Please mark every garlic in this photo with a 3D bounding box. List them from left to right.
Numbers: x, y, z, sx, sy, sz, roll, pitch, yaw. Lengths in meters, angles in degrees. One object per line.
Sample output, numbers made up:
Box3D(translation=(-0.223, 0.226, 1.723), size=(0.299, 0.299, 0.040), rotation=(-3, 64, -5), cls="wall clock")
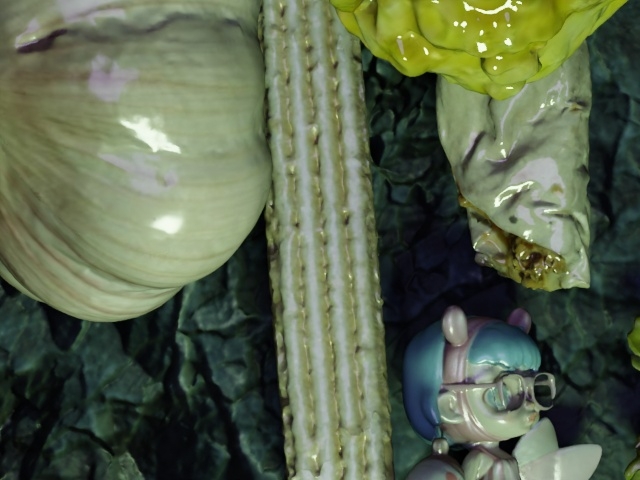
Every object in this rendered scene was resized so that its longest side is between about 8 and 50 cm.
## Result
Box3D(translation=(-0.157, -0.099, 1.255), size=(0.241, 0.322, 0.322), rotation=(8, 84, -14), cls="garlic")

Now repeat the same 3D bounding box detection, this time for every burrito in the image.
Box3D(translation=(0.137, -0.156, 1.358), size=(0.117, 0.076, 0.392), rotation=(-4, 82, 7), cls="burrito")

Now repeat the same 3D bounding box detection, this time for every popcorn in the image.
Box3D(translation=(0.101, -0.209, 1.236), size=(0.233, 0.192, 0.266), rotation=(22, 48, -9), cls="popcorn")

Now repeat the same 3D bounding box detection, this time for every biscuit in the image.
Box3D(translation=(0.000, 0.000, 1.312), size=(0.078, 0.144, 0.426), rotation=(-4, 82, -1), cls="biscuit")

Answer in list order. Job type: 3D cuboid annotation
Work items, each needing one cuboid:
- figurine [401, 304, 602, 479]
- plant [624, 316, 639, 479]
Box3D(translation=(0.097, 0.176, 1.290), size=(0.103, 0.205, 0.260), rotation=(-5, 86, 44), cls="figurine")
Box3D(translation=(0.389, 0.124, 1.272), size=(0.261, 0.297, 0.306), rotation=(35, 67, -26), cls="plant")
